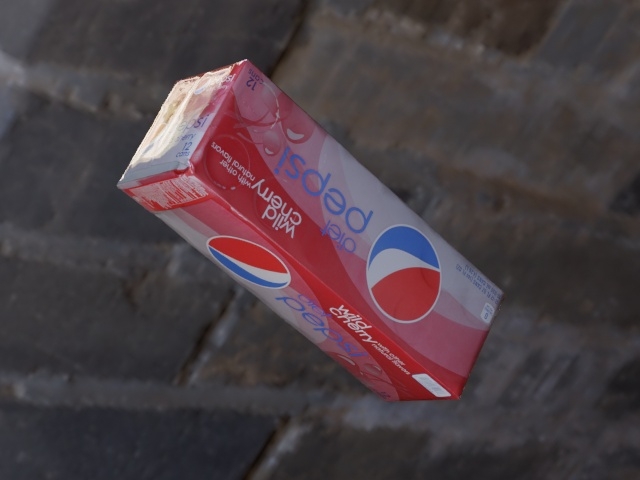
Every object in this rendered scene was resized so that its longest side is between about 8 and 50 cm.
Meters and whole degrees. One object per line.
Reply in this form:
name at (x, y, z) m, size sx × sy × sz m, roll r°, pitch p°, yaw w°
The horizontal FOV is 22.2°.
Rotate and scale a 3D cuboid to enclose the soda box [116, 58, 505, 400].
soda box at (0.000, 0.000, 1.078) m, size 0.263 × 0.092 × 0.083 m, roll 40°, pitch -28°, yaw -28°
